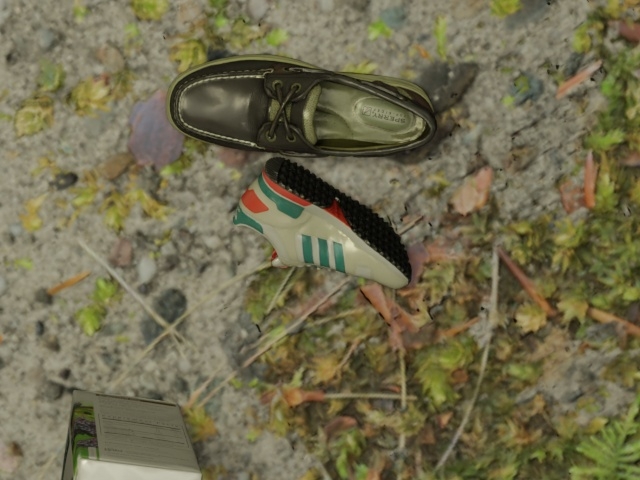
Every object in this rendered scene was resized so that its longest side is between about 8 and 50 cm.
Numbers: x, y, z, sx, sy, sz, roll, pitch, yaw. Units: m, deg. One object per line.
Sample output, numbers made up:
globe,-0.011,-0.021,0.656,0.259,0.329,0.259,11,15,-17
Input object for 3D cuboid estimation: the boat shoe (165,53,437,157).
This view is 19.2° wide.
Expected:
boat shoe,-0.012,-0.107,1.541,0.223,0.073,0.080,5,98,-9

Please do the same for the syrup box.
syrup box,-0.153,0.190,1.481,0.096,0.237,0.093,8,96,-10

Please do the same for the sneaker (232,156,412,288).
sneaker,0.000,0.000,1.576,0.161,0.057,0.075,34,119,-19
